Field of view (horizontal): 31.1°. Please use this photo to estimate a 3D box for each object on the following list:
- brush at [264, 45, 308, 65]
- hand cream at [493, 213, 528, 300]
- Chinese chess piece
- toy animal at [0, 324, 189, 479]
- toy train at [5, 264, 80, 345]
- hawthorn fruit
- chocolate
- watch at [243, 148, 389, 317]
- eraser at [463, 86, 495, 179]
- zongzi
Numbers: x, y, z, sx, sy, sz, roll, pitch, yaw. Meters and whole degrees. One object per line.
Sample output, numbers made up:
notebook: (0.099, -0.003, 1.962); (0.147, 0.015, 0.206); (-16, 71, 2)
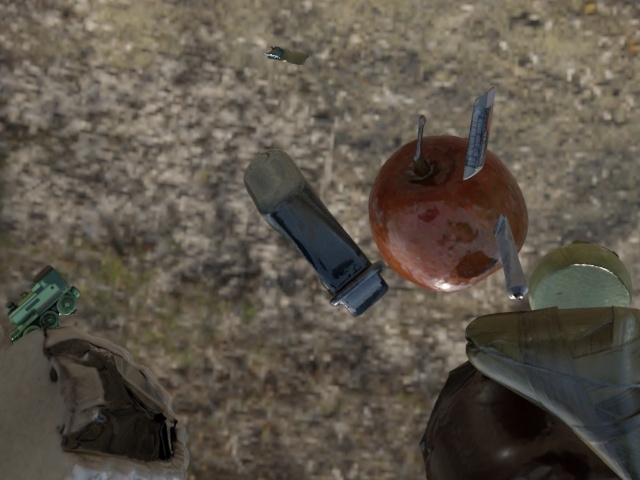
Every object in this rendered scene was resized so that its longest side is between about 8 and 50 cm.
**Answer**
brush: (-0.041, -0.220, 1.362); (0.013, 0.016, 0.083); (37, 173, -36)
hand cream: (0.174, 0.018, 1.050); (0.019, 0.093, 0.030); (4, 138, -8)
Chinese chess piece: (0.478, 0.093, 2.118); (0.188, 0.083, 0.188); (3, 124, 5)
toy animal: (-0.231, 0.200, 1.051); (0.204, 0.208, 0.156); (-40, 129, 9)
toy train: (-0.279, 0.068, 1.136); (0.053, 0.083, 0.033); (51, 167, -13)
hawthorn fruit: (0.176, -0.050, 1.725); (0.263, 0.231, 0.235); (44, 114, -7)
chocolate: (0.342, 0.353, 1.636); (0.383, 0.384, 0.331); (8, -169, -8)
watch: (0.000, 0.000, 1.213); (0.068, 0.206, 0.193); (-39, 115, -1)
eraser: (0.163, -0.109, 1.176); (0.019, 0.027, 0.099); (15, 116, 21)
zongzi: (0.291, 0.200, 1.392); (0.221, 0.242, 0.112); (-4, 179, 27)
